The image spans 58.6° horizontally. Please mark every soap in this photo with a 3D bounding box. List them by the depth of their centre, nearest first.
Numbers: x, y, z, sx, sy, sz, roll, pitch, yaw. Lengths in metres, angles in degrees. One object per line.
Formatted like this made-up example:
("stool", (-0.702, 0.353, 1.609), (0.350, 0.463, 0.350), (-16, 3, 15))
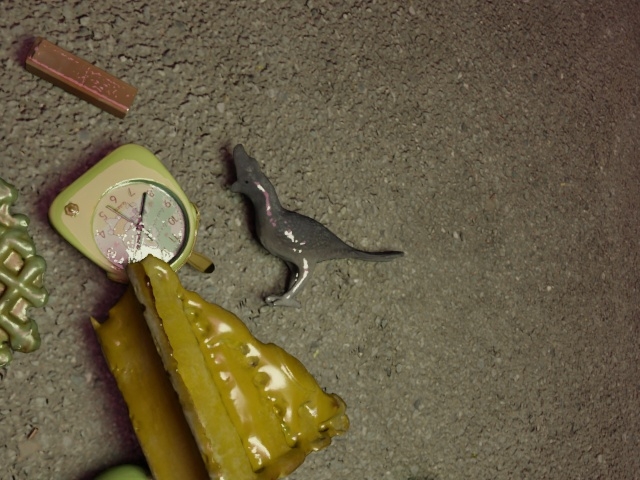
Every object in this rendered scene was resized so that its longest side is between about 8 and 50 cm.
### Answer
("soap", (-0.131, 0.182, 0.835), (0.304, 0.169, 0.338), (-7, 69, -61))

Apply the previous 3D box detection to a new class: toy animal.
("toy animal", (-0.027, 0.023, 0.938), (0.367, 0.081, 0.205), (32, 73, -26))

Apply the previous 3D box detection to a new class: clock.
("clock", (-0.258, -0.010, 0.826), (0.170, 0.069, 0.232), (-47, 107, -24))

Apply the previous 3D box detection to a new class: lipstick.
("lipstick", (-0.341, -0.231, 0.818), (0.145, 0.045, 0.045), (27, 72, -24))

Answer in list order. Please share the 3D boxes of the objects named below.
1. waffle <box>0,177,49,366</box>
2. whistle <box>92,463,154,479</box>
("waffle", (-0.505, 0.049, 0.694), (0.310, 0.056, 0.291), (-13, 92, -26))
("whistle", (-0.314, 0.385, 0.718), (0.294, 0.141, 0.141), (-22, 95, -27))
